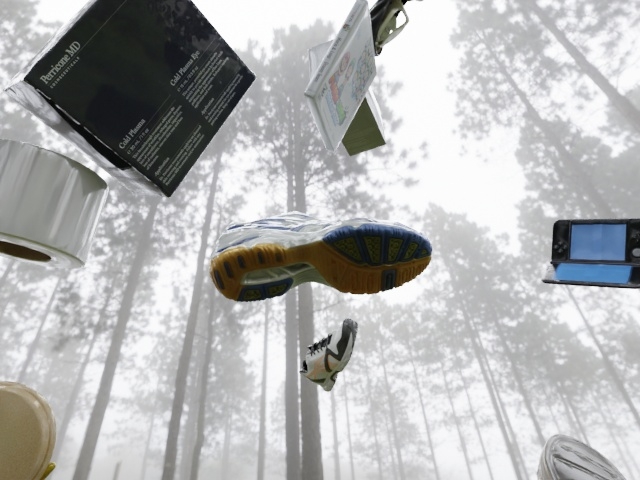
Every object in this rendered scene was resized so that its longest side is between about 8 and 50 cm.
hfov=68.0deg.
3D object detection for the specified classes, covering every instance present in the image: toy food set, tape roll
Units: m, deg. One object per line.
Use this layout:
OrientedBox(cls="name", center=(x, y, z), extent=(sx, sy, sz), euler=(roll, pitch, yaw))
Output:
OrientedBox(cls="toy food set", center=(-0.330, 0.207, 0.471), extent=(0.132, 0.192, 0.038), euler=(-33, -15, -19))
OrientedBox(cls="tape roll", center=(-0.554, -0.059, 0.907), extent=(0.246, 0.169, 0.246), euler=(8, -18, 2))

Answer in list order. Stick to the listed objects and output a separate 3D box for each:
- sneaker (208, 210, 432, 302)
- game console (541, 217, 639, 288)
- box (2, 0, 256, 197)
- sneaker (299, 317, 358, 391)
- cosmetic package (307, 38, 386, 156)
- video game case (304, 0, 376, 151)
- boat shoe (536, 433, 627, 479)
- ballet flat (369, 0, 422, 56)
OrientedBox(cls="sneaker", center=(0.000, 0.000, 0.651), extent=(0.296, 0.131, 0.112), euler=(-2, -58, -6))
OrientedBox(cls="game console", center=(0.448, 0.018, 0.776), extent=(0.144, 0.124, 0.085), euler=(1, -9, 37))
OrientedBox(cls="box", center=(-0.359, -0.316, 0.950), extent=(0.179, 0.343, 0.312), euler=(10, -28, 45))
OrientedBox(cls="sneaker", center=(0.007, 0.120, 0.502), extent=(0.043, 0.040, 0.109), euler=(25, -54, 2))
OrientedBox(cls="cosmetic package", center=(0.063, -0.312, 1.046), extent=(0.107, 0.127, 0.238), euler=(-17, -33, 19))
OrientedBox(cls="video game case", center=(0.033, -0.213, 0.639), extent=(0.019, 0.143, 0.157), euler=(26, -8, 16))
OrientedBox(cls="boat shoe", center=(0.273, 0.324, 0.498), extent=(0.110, 0.307, 0.105), euler=(22, -73, 17))
OrientedBox(cls="ballet flat", center=(0.127, -0.386, 0.762), extent=(0.074, 0.074, 0.203), euler=(21, -54, -24))
